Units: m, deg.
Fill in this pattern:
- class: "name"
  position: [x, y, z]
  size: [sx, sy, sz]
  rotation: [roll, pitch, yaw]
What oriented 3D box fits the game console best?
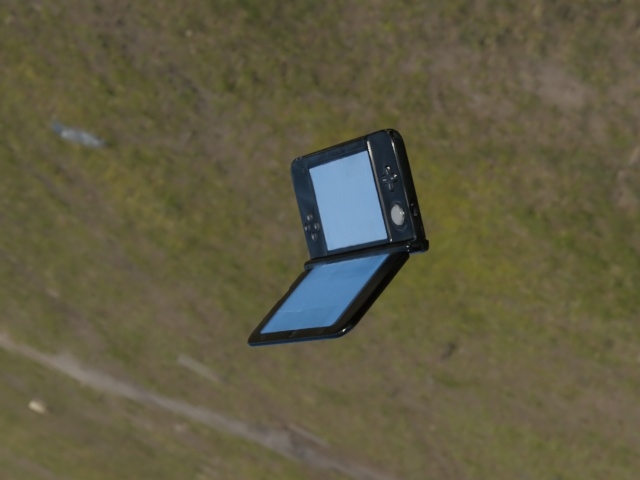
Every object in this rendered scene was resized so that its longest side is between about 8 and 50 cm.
- class: "game console"
  position: [0.000, 0.000, 0.854]
  size: [0.071, 0.107, 0.122]
  rotation: [-13, -179, -31]
